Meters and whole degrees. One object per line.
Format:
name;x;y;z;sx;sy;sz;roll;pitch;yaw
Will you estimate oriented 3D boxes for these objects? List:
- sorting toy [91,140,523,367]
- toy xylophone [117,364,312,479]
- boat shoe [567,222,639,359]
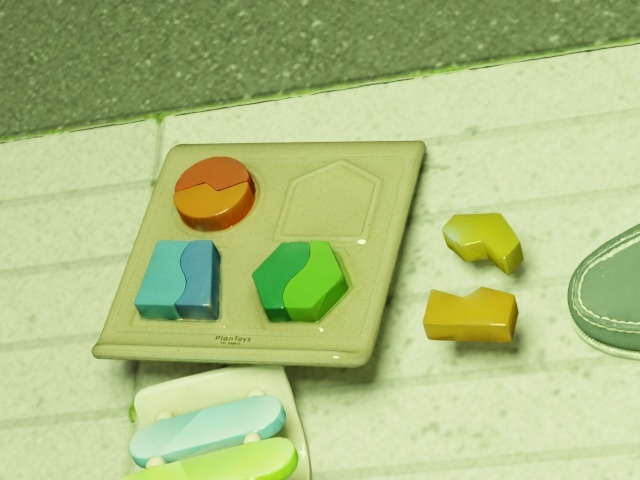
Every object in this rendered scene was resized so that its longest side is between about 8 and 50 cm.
sorting toy;0.000;0.000;1.291;0.307;0.041;0.229;0;47;21
toy xylophone;-0.104;0.216;1.159;0.236;0.081;0.323;-19;30;5
boat shoe;0.301;-0.002;1.160;0.319;0.099;0.116;-14;62;25
